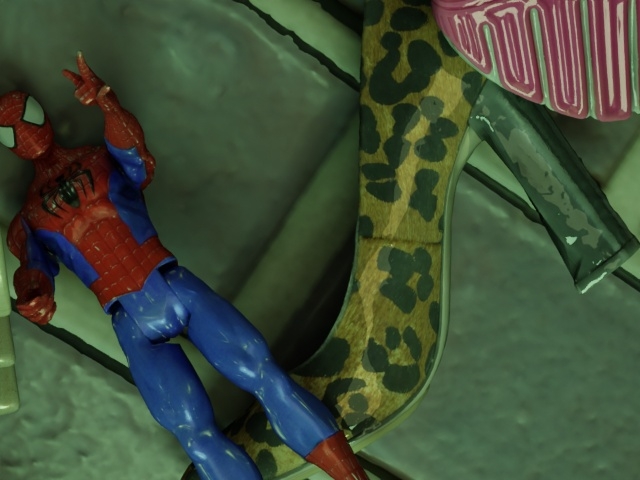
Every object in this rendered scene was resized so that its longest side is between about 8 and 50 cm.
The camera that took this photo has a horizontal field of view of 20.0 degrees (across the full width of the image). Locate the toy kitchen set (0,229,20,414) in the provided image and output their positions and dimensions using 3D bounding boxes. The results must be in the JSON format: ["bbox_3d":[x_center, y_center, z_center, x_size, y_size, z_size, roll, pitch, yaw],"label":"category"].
[{"bbox_3d":[-0.215,-0.031,0.834,0.122,0.166,0.207,-8,65,-11],"label":"toy kitchen set"}]

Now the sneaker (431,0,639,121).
[{"bbox_3d":[0.162,-0.129,0.868,0.252,0.111,0.103,-8,118,-21],"label":"sneaker"}]

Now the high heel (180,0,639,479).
[{"bbox_3d":[0.000,0.000,0.885,0.261,0.093,0.186,-35,91,1],"label":"high heel"}]

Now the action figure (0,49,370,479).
[{"bbox_3d":[-0.072,0.031,0.796,0.091,0.139,0.280,-38,73,-1],"label":"action figure"}]
